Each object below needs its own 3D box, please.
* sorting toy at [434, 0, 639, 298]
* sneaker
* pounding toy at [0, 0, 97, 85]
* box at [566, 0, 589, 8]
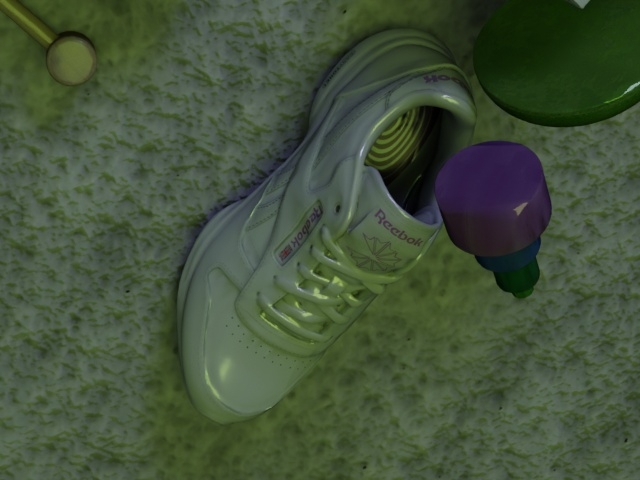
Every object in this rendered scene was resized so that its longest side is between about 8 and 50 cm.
[{"bbox_3d":[0.183,-0.105,1.171,0.365,0.127,0.126,-58,145,-31],"label":"sorting toy"},{"bbox_3d":[0.000,0.000,1.197,0.114,0.152,0.305,27,101,-22],"label":"sneaker"},{"bbox_3d":[-0.156,-0.193,1.126,0.181,0.094,0.206,-6,109,-12],"label":"pounding toy"},{"bbox_3d":[0.132,-0.236,1.121,0.103,0.203,0.114,38,96,-22],"label":"box"}]
